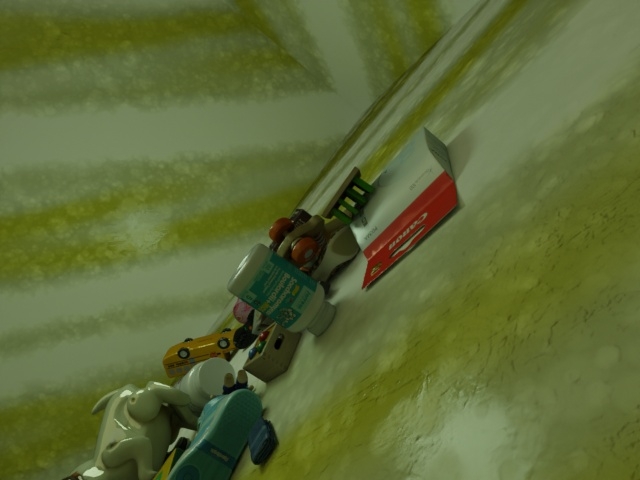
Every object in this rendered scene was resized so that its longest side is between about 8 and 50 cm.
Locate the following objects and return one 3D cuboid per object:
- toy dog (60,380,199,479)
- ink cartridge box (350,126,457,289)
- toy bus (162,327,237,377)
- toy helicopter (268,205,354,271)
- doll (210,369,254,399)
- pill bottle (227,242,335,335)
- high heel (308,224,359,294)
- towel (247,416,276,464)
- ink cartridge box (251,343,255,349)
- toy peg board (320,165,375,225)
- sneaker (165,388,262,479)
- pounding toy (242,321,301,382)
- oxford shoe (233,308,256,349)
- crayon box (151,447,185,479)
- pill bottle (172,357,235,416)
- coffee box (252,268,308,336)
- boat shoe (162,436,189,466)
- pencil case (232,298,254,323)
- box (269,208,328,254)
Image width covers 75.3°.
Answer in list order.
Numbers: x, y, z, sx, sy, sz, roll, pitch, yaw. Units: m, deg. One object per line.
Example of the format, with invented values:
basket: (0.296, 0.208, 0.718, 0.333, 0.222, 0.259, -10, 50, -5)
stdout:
toy dog: (-0.613, 0.656, 1.268, 0.284, 0.396, 0.407, 98, -167, -46)
ink cartridge box: (0.190, -0.094, 1.049, 0.308, 0.091, 0.385, -47, 12, 31)
toy bus: (-0.517, 0.495, 1.832, 0.333, 0.130, 0.108, -14, 14, 0)
toy helicopter: (0.000, 0.000, 1.350, 0.355, 0.140, 0.234, -32, -34, -31)
doll: (-0.254, 0.441, 1.200, 0.189, 0.129, 0.046, 103, 150, -45)
pill bottle: (-0.092, 0.135, 1.055, 0.146, 0.264, 0.146, -52, 11, 15)
high heel: (0.029, 0.050, 1.273, 0.261, 0.093, 0.186, -60, 12, -13)
towel: (-0.129, 0.436, 0.903, 0.067, 0.029, 0.119, -55, 12, -10)
ink cartridge box: (-0.214, 0.379, 1.433, 0.083, 0.028, 0.048, -35, 21, 58)
toy peg board: (0.087, -0.113, 1.184, 0.161, 0.079, 0.160, -54, -5, 6)
sneaker: (-0.284, 0.525, 1.041, 0.319, 0.127, 0.208, -49, 9, -33)
pounding toy: (-0.154, 0.311, 1.218, 0.206, 0.094, 0.181, -43, 16, 43)
oxford shoe: (-0.274, 0.355, 1.679, 0.227, 0.083, 0.096, -51, -11, 22)
crayon box: (-0.440, 0.761, 1.006, 0.362, 0.106, 0.313, -54, 12, 0)
pill bottle: (-0.423, 0.531, 1.491, 0.283, 0.160, 0.160, -43, 15, 41)
coffee box: (-0.129, 0.197, 1.288, 0.246, 0.098, 0.141, 131, 147, -54)
boat shoe: (-0.524, 0.769, 1.415, 0.081, 0.069, 0.227, -47, 13, 31)
pencil case: (-0.359, 0.308, 2.042, 0.124, 0.124, 0.284, -53, 12, 5)
box: (-0.078, 0.000, 1.664, 0.203, 0.167, 0.168, -54, 11, -3)
